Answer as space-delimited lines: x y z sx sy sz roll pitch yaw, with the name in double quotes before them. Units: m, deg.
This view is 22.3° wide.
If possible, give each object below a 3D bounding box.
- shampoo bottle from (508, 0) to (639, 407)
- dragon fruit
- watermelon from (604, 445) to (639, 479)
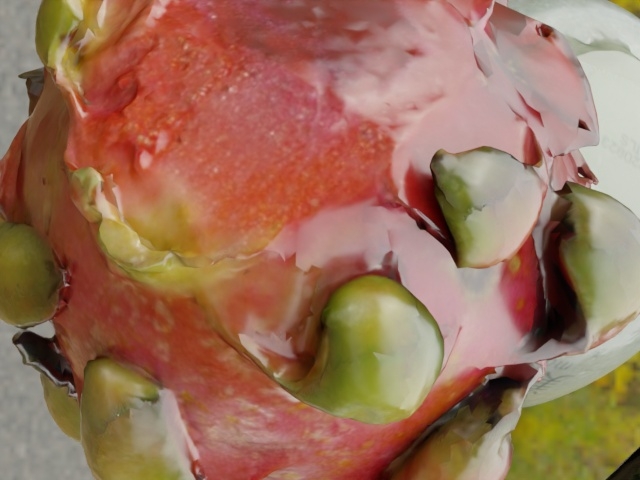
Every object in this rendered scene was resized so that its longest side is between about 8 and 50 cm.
"shampoo bottle" 0.147 -0.034 1.287 0.317 0.322 0.322 -32 -139 48
"dragon fruit" 0.009 -0.011 0.602 0.307 0.227 0.243 -29 161 -51
"watermelon" 0.262 0.199 1.080 0.129 0.301 0.123 31 15 -32
